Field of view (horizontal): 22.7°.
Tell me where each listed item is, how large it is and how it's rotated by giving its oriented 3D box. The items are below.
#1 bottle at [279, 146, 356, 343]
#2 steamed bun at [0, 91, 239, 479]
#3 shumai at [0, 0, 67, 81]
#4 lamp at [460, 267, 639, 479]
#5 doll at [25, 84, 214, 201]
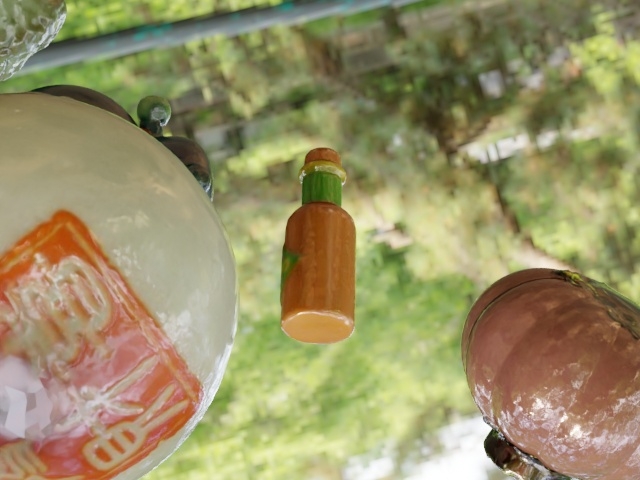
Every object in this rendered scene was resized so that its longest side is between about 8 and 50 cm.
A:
[{"bbox_3d":[0.000,0.000,1.450,0.069,0.187,0.069,2,148,1],"label":"bottle"},{"bbox_3d":[-0.249,0.069,1.323,0.374,0.374,0.241,-15,-155,-2],"label":"steamed bun"},{"bbox_3d":[-0.506,-0.295,2.035,0.330,0.292,0.288,-31,-159,5],"label":"shumai"},{"bbox_3d":[0.292,0.172,1.826,0.240,0.305,0.305,-59,166,15],"label":"lamp"},{"bbox_3d":[-0.260,-0.078,1.846,0.321,0.199,0.186,2,169,-33],"label":"doll"}]
